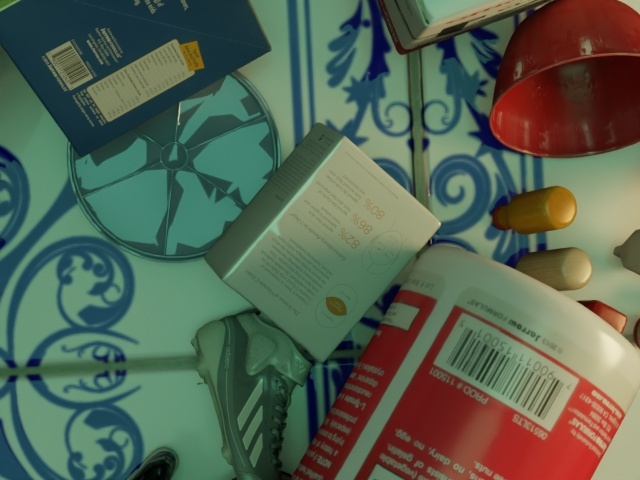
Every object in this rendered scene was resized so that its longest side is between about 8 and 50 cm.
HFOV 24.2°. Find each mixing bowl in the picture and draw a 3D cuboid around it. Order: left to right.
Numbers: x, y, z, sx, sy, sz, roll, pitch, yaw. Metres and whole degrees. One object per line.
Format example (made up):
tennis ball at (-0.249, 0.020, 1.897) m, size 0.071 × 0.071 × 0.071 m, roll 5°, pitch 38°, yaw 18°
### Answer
mixing bowl at (0.237, -0.161, 1.365) m, size 0.181 × 0.181 × 0.098 m, roll -5°, pitch 65°, yaw -1°

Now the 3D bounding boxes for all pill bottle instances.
pill bottle at (0.092, 0.229, 1.304) m, size 0.229 × 0.229 × 0.407 m, roll 31°, pitch 82°, yaw -2°

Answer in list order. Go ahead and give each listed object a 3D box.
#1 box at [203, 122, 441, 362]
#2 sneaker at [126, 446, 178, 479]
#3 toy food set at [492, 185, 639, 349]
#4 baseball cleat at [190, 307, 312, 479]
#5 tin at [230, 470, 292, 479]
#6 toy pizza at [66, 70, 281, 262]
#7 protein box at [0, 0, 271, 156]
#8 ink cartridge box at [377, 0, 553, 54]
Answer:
box at (0.000, 0.000, 1.373) m, size 0.130 × 0.091 × 0.170 m, roll 41°, pitch 90°, yaw -20°
sneaker at (-0.172, 0.239, 1.402) m, size 0.038 × 0.069 × 0.098 m, roll 35°, pitch 91°, yaw -2°
toy food set at (0.268, 0.040, 1.412) m, size 0.232 × 0.104 × 0.111 m, roll 24°, pitch 77°, yaw -20°
baseball cleat at (-0.049, 0.161, 1.381) m, size 0.109 × 0.072 × 0.206 m, roll -20°, pitch 76°, yaw 1°
tin at (-0.089, 0.290, 1.423) m, size 0.190 × 0.040 × 0.106 m, roll -30°, pitch 96°, yaw -1°
toy pizza at (-0.138, -0.079, 1.412) m, size 0.201 × 0.032 × 0.201 m, roll 0°, pitch 91°, yaw -3°
protein box at (-0.181, -0.219, 1.303) m, size 0.201 × 0.200 × 0.136 m, roll -30°, pitch 54°, yaw -2°
ink cartridge box at (0.150, -0.254, 1.293) m, size 0.197 × 0.273 × 0.114 m, roll -20°, pitch 92°, yaw 0°
